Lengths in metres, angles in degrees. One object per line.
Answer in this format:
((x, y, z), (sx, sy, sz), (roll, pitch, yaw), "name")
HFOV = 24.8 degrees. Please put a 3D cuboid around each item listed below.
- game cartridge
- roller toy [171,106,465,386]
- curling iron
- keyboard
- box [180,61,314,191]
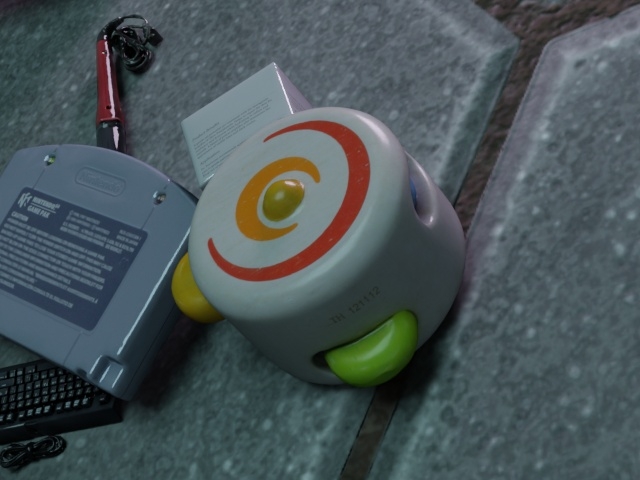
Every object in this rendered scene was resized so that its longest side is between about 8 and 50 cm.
((-0.215, 0.013, 1.301), (0.294, 0.060, 0.196), (19, 79, 45), "game cartridge")
((0.000, 0.000, 1.127), (0.209, 0.146, 0.191), (12, 66, 40), "roller toy")
((-0.197, -0.122, 1.431), (0.068, 0.035, 0.274), (-19, 50, 23), "curling iron")
((-0.249, 0.147, 1.282), (0.180, 0.023, 0.108), (-14, 52, 27), "keyboard")
((-0.046, -0.075, 1.245), (0.101, 0.102, 0.087), (-32, 48, 13), "box")
